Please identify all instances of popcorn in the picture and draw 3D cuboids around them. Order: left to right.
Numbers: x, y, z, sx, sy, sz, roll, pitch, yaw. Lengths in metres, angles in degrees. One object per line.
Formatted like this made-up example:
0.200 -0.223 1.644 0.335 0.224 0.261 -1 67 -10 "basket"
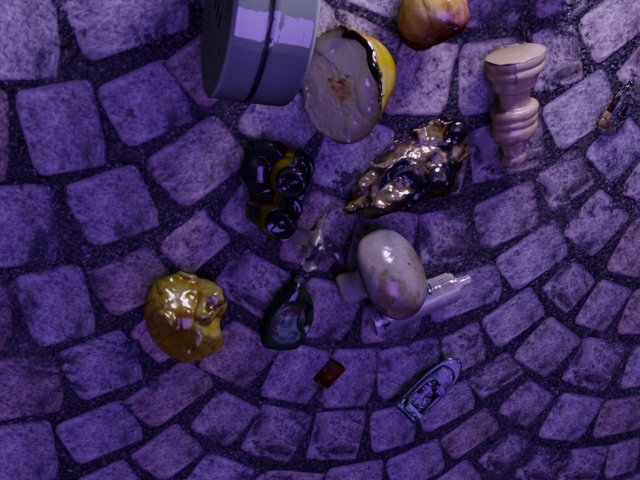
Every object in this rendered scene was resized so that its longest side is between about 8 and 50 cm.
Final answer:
-0.319 0.183 1.781 0.203 0.226 0.200 -44 171 -37 "popcorn"

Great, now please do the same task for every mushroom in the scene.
0.150 0.100 1.870 0.244 0.243 0.243 -8 120 -15 "mushroom"

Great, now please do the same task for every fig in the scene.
0.228 -0.528 1.586 0.160 0.143 0.230 -13 128 24 "fig"

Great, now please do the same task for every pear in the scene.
0.088 -0.360 1.622 0.178 0.267 0.266 -32 130 -40 "pear"

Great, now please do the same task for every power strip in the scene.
-0.130 -0.423 1.412 0.162 0.357 0.357 3 116 -20 "power strip"

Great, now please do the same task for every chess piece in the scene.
0.488 -0.324 1.816 0.139 0.124 0.307 -40 134 -35 "chess piece"

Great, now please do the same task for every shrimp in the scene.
0.801 -0.353 1.952 0.091 0.034 0.161 3 123 -34 "shrimp"

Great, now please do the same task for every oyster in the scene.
0.220 -0.168 1.814 0.361 0.096 0.221 -18 115 -12 "oyster"

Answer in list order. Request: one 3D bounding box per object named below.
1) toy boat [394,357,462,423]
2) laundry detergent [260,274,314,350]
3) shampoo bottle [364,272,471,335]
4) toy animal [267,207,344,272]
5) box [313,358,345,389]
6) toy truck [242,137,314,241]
0.329 0.440 2.176 0.246 0.103 0.093 -44 98 1 "toy boat"
-0.076 0.188 1.920 0.137 0.063 0.210 9 112 -27 "laundry detergent"
0.277 0.164 2.010 0.303 0.092 0.092 -22 122 -6 "shampoo bottle"
0.000 0.000 1.824 0.219 0.095 0.155 22 112 -29 "toy animal"
0.025 0.382 2.081 0.051 0.023 0.082 37 101 -30 "box"
-0.114 -0.120 1.705 0.165 0.147 0.224 16 116 0 "toy truck"
